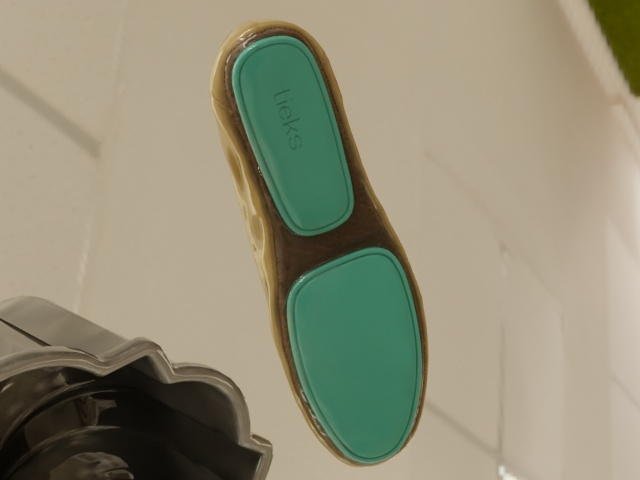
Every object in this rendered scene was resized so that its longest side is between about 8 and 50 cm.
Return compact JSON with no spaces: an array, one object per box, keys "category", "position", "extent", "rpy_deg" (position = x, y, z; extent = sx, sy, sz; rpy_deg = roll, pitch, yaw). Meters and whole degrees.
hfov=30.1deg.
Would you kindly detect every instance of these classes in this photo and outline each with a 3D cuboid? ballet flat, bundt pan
[{"category":"ballet flat","position":[0.000,0.000,0.609],"extent":[0.073,0.080,0.232],"rpy_deg":[-151,46,-73]},{"category":"bundt pan","position":[-0.183,0.168,0.578],"extent":[0.331,0.124,0.330],"rpy_deg":[-27,-48,-34]}]
